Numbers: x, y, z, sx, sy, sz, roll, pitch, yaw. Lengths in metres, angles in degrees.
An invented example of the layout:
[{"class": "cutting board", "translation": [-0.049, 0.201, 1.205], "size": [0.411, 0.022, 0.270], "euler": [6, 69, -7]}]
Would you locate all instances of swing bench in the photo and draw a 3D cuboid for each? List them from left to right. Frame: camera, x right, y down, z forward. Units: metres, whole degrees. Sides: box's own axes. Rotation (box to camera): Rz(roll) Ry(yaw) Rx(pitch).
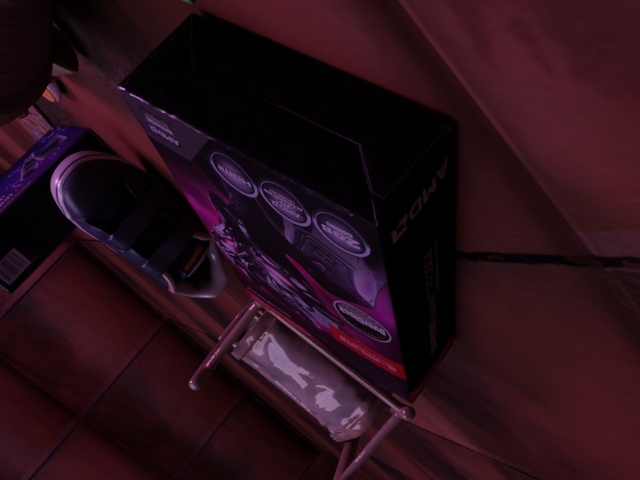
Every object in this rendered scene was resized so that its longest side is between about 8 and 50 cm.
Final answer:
[{"class": "swing bench", "translation": [-0.022, 0.188, 0.936], "size": [0.253, 0.165, 0.255], "euler": [39, -174, -3]}]

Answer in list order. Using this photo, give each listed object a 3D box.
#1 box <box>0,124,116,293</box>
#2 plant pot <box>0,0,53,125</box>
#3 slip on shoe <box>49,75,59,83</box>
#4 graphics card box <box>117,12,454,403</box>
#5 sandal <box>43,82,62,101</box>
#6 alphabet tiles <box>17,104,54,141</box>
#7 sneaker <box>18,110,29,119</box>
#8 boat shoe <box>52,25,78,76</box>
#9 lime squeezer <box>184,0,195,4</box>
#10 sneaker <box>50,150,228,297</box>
[{"class": "box", "translation": [-0.460, -0.061, 1.048], "size": [0.184, 0.261, 0.103], "euler": [13, 149, 53]}, {"class": "plant pot", "translation": [-0.307, -0.220, 0.537], "size": [0.110, 0.237, 0.237], "euler": [-26, 122, 25]}, {"class": "slip on shoe", "translation": [-0.343, -0.221, 0.790], "size": [0.051, 0.041, 0.135], "euler": [43, 162, -12]}, {"class": "graphics card box", "translation": [0.000, 0.000, 0.576], "size": [0.233, 0.094, 0.371], "euler": [31, 160, 24]}, {"class": "sandal", "translation": [-0.473, -0.268, 0.873], "size": [0.265, 0.076, 0.102], "euler": [42, 162, -9]}, {"class": "alphabet tiles", "translation": [-0.531, -0.211, 1.237], "size": [0.198, 0.009, 0.237], "euler": [26, 158, 34]}, {"class": "sneaker", "translation": [-0.408, -0.218, 0.794], "size": [0.175, 0.067, 0.064], "euler": [60, 160, 10]}, {"class": "boat shoe", "translation": [-0.335, -0.213, 0.678], "size": [0.170, 0.059, 0.063], "euler": [23, -134, -56]}, {"class": "lime squeezer", "translation": [-0.125, -0.235, 0.313], "size": [0.110, 0.059, 0.310], "euler": [37, 161, 6]}, {"class": "sneaker", "translation": [-0.247, -0.015, 0.973], "size": [0.127, 0.126, 0.321], "euler": [30, 171, 38]}]
